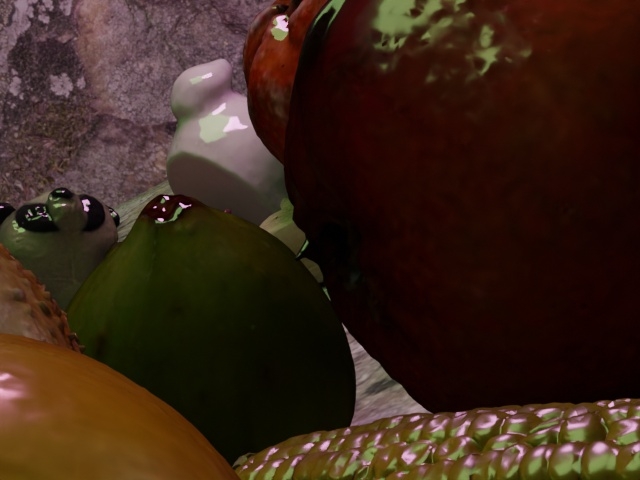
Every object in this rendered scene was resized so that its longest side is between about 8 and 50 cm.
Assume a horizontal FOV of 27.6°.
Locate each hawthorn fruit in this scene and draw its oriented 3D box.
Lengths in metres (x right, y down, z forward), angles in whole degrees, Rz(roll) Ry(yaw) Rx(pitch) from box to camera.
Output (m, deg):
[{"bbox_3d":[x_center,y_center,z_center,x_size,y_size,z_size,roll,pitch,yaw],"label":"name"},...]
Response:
[{"bbox_3d":[0.057,-0.165,1.283,0.284,0.284,0.284,-27,11,6],"label":"hawthorn fruit"},{"bbox_3d":[0.135,-0.044,0.697,0.307,0.265,0.265,-26,9,-21],"label":"hawthorn fruit"}]

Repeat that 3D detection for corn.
[{"bbox_3d":[0.057,0.120,0.492,0.322,0.119,0.119,-19,14,44],"label":"corn"}]

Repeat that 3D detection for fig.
[{"bbox_3d":[-0.080,0.072,0.782,0.203,0.225,0.203,-7,26,3],"label":"fig"}]

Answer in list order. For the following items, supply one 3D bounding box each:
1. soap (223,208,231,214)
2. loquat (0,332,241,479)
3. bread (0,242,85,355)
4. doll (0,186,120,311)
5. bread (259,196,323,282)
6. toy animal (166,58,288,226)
[{"bbox_3d":[-0.204,0.068,1.401,0.182,0.112,0.289,-33,10,-35],"label":"soap"},{"bbox_3d":[-0.121,0.154,0.408,0.263,0.263,0.263,-27,11,6],"label":"loquat"},{"bbox_3d":[-0.208,0.133,0.673,0.159,0.305,0.306,1,-13,-43],"label":"bread"},{"bbox_3d":[-0.208,0.063,1.149,0.144,0.234,0.135,-26,31,-7],"label":"doll"},{"bbox_3d":[0.014,-0.011,1.292,0.152,0.077,0.105,-20,16,33],"label":"bread"},{"bbox_3d":[-0.005,-0.143,1.508,0.368,0.241,0.196,-35,15,-30],"label":"toy animal"}]
